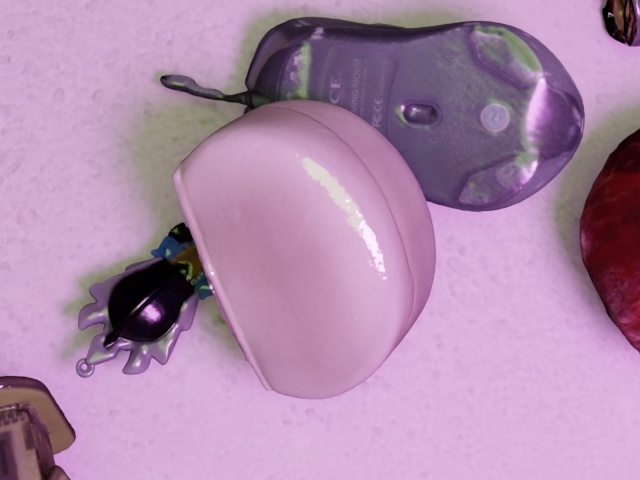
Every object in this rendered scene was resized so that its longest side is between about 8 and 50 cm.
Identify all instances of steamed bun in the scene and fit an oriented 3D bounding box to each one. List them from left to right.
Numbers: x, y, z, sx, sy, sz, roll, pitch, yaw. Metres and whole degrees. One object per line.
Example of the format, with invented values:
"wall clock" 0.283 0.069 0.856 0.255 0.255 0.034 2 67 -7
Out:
"steamed bun" 0.000 0.000 1.248 0.164 0.146 0.241 -16 104 26

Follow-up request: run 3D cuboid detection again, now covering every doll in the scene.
"doll" -0.142 0.049 1.315 0.096 0.070 0.195 44 76 8

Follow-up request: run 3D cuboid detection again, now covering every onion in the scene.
"onion" 0.351 -0.002 1.288 0.246 0.190 0.246 4 79 -20

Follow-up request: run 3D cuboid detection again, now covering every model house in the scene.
"model house" -0.281 0.272 1.177 0.205 0.218 0.278 -13 67 -3

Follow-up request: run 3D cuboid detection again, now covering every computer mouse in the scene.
"computer mouse" 0.044 -0.122 1.332 0.379 0.090 0.167 9 97 10

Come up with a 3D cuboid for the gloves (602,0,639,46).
"gloves" 0.379 -0.276 1.351 0.286 0.119 0.142 -27 88 10
